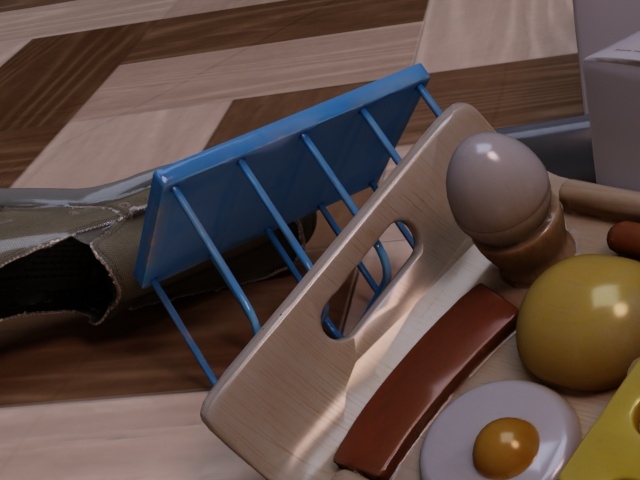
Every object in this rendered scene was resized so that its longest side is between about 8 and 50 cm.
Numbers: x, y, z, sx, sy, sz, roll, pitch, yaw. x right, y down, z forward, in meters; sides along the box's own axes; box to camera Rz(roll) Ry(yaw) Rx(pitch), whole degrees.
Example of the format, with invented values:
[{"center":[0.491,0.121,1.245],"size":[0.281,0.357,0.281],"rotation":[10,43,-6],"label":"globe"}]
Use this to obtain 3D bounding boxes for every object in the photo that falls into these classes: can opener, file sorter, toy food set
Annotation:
[{"center":[0.194,-0.076,0.823],"size":[0.280,0.093,0.074],"rotation":[-13,-9,8],"label":"can opener"},{"center":[0.000,0.000,0.697],"size":[0.170,0.118,0.104],"rotation":[-25,71,-25],"label":"file sorter"},{"center":[0.109,0.040,0.515],"size":[0.306,0.092,0.219],"rotation":[16,59,50],"label":"toy food set"}]

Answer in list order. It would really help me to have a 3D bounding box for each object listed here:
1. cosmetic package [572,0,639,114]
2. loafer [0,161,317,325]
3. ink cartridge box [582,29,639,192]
[{"center":[0.316,-0.178,0.921],"size":[0.224,0.138,0.224],"rotation":[-2,26,21],"label":"cosmetic package"},{"center":[-0.121,0.014,0.775],"size":[0.251,0.094,0.087],"rotation":[-8,43,-12],"label":"loafer"},{"center":[0.253,-0.057,0.672],"size":[0.219,0.160,0.093],"rotation":[-28,28,-32],"label":"ink cartridge box"}]
